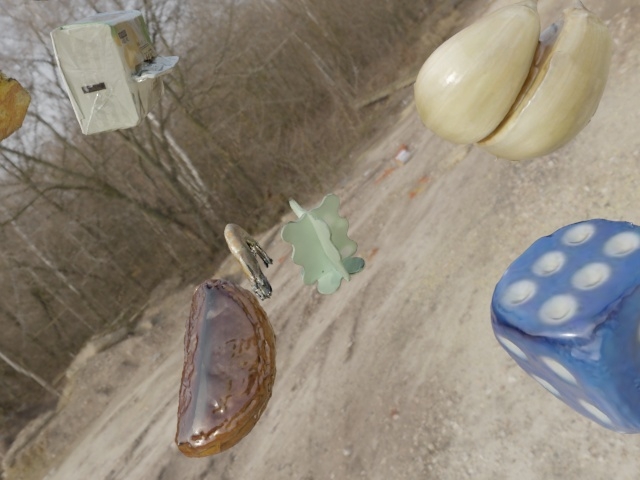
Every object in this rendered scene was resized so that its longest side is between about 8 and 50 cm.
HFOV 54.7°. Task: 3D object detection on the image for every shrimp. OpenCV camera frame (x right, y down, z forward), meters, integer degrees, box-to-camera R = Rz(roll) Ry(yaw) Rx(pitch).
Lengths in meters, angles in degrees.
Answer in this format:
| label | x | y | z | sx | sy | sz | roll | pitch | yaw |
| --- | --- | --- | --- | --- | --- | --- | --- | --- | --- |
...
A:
| label | x | y | z | sx | sy | sz | roll | pitch | yaw |
| --- | --- | --- | --- | --- | --- | --- | --- | --- | --- |
| shrimp | -0.154 | 0.055 | 1.443 | 0.046 | 0.219 | 0.152 | -36 | -27 | 10 |

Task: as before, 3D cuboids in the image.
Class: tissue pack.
| label | x | y | z | sx | sy | sz | roll | pitch | yaw |
| --- | --- | --- | --- | --- | --- | --- | --- | --- | --- |
| tissue pack | -0.309 | -0.283 | 0.995 | 0.145 | 0.159 | 0.229 | -10 | 25 | 1 |

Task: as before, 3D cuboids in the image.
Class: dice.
| label | x | y | z | sx | sy | sz | roll | pitch | yaw |
| --- | --- | --- | --- | --- | --- | --- | --- | --- | --- |
| dice | 0.253 | 0.075 | 0.550 | 0.143 | 0.146 | 0.146 | -45 | 22 | -9 |

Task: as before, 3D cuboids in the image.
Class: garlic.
| label | x | y | z | sx | sy | sz | roll | pitch | yaw |
| --- | --- | --- | --- | --- | --- | --- | --- | --- | --- |
| garlic | 0.331 | -0.271 | 1.088 | 0.313 | 0.286 | 0.249 | -38 | 15 | 51 |

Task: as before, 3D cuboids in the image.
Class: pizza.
| label | x | y | z | sx | sy | sz | roll | pitch | yaw |
| --- | --- | --- | --- | --- | --- | --- | --- | --- | --- |
| pizza | -0.616 | -0.253 | 1.194 | 0.160 | 0.036 | 0.099 | -61 | -12 | 21 |

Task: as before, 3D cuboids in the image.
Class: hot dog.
| label | x | y | z | sx | sy | sz | roll | pitch | yaw |
| --- | --- | --- | --- | --- | --- | --- | --- | --- | --- |
| hot dog | -0.129 | 0.164 | 0.800 | 0.160 | 0.099 | 0.226 | -18 | 58 | 54 |

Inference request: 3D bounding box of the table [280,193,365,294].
| label | x | y | z | sx | sy | sz | roll | pitch | yaw |
| --- | --- | --- | --- | --- | --- | --- | --- | --- | --- |
| table | 0.000 | 0.000 | 1.451 | 0.167 | 0.198 | 0.166 | -14 | 40 | 12 |
